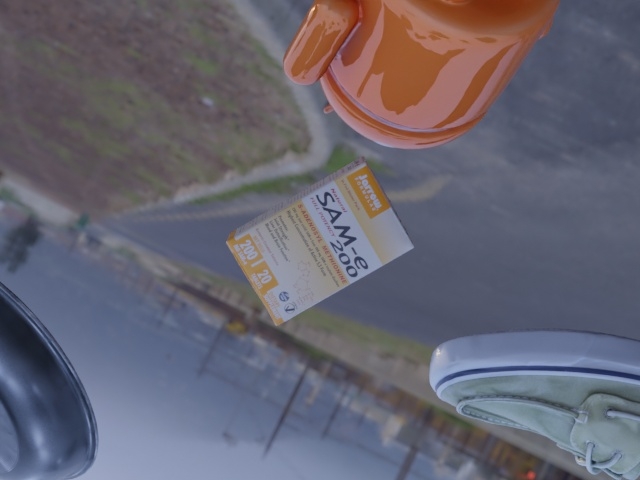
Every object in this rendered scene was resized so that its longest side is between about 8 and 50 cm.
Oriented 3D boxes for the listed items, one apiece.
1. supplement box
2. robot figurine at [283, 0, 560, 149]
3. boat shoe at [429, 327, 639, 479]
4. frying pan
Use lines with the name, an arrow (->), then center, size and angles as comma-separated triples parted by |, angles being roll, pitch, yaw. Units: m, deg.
supplement box -> 0.000, 0.000, 0.886 | 0.062, 0.098, 0.036 | 59, -175, -7
robot figurine -> 0.071, -0.138, 0.889 | 0.128, 0.158, 0.219 | 34, 150, 2
boat shoe -> 0.232, 0.133, 1.099 | 0.302, 0.094, 0.109 | 7, 156, -1
frying pan -> -0.269, 0.104, 1.007 | 0.326, 0.053, 0.197 | -21, 108, 49
